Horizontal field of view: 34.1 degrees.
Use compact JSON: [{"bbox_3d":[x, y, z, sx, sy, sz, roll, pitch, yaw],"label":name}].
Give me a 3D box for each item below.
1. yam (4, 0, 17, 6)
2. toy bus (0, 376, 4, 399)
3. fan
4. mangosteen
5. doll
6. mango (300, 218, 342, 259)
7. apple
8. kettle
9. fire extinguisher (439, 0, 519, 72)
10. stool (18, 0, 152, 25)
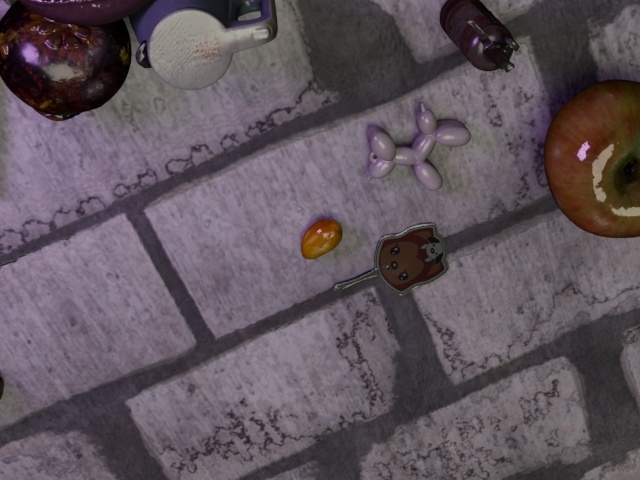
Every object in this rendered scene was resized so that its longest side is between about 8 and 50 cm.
[{"bbox_3d":[-0.424,-0.369,1.511,0.094,0.043,0.043,-25,121,1],"label":"yam"},{"bbox_3d":[-0.624,0.231,1.791,0.074,0.070,0.162,-42,117,13],"label":"toy bus"},{"bbox_3d":[0.125,0.048,1.883,0.219,0.009,0.132,-22,119,0],"label":"fan"},{"bbox_3d":[-0.371,-0.261,1.517,0.192,0.192,0.217,-1,161,-12],"label":"mangosteen"},{"bbox_3d":[0.151,-0.153,1.746,0.160,0.059,0.161,23,113,-22],"label":"doll"},{"bbox_3d":[0.000,0.000,1.808,0.060,0.046,0.089,29,114,-25],"label":"mango"},{"bbox_3d":[0.494,-0.139,1.736,0.264,0.264,0.264,-5,120,-9],"label":"apple"},{"bbox_3d":[-0.165,-0.310,1.484,0.210,0.243,0.160,-10,121,-8],"label":"kettle"},{"bbox_3d":[0.231,-0.305,1.566,0.106,0.252,0.075,17,116,-19],"label":"fire extinguisher"},{"bbox_3d":[-0.320,-0.434,1.351,0.272,0.178,0.272,0,80,2],"label":"stool"}]
